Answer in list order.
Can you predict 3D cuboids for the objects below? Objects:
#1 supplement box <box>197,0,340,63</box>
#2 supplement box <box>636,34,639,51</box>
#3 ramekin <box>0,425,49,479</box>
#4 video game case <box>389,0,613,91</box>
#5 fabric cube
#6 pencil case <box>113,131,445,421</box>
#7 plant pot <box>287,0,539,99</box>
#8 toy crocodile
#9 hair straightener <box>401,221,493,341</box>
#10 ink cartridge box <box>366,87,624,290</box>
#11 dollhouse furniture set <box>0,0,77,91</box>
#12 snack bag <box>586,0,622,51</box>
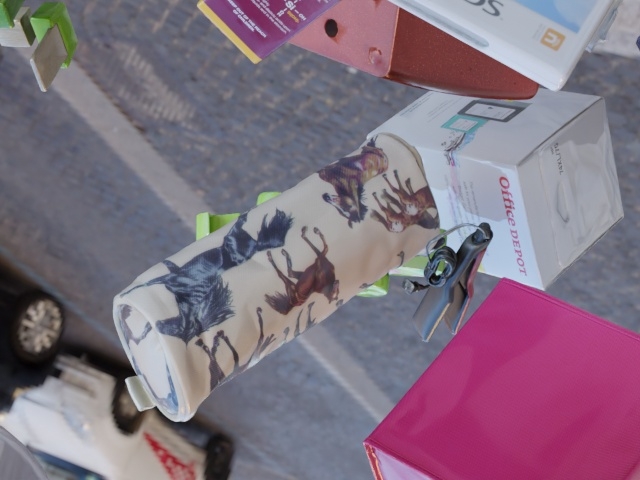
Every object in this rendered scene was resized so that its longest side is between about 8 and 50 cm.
[{"bbox_3d":[-0.011,-0.254,1.078,0.081,0.104,0.188,44,137,-17],"label":"supplement box"},{"bbox_3d":[0.610,-0.272,1.522,0.357,0.195,0.194,-25,172,6],"label":"supplement box"},{"bbox_3d":[-0.356,0.286,1.037,0.273,0.272,0.127,27,177,-16],"label":"ramekin"},{"bbox_3d":[0.112,-0.220,0.755,0.193,0.212,0.023,30,158,7],"label":"video game case"},{"bbox_3d":[0.239,0.246,1.287,0.254,0.258,0.259,24,148,33],"label":"fabric cube"},{"bbox_3d":[-0.049,0.042,1.382,0.160,0.410,0.183,45,154,26],"label":"pencil case"},{"bbox_3d":[0.098,-0.306,1.372,0.267,0.267,0.236,27,-149,36],"label":"plant pot"},{"bbox_3d":[0.000,0.000,1.614,0.341,0.115,0.105,8,164,13],"label":"toy crocodile"},{"bbox_3d":[0.141,0.050,1.372,0.089,0.047,0.230,-14,153,-20],"label":"hair straightener"},{"bbox_3d":[0.244,-0.087,1.672,0.270,0.197,0.198,17,134,45],"label":"ink cartridge box"},{"bbox_3d":[-0.538,-0.315,1.755,0.302,0.151,0.197,4,139,14],"label":"dollhouse furniture set"},{"bbox_3d":[0.308,-0.458,1.637,0.343,0.323,0.037,33,163,7],"label":"snack bag"}]
